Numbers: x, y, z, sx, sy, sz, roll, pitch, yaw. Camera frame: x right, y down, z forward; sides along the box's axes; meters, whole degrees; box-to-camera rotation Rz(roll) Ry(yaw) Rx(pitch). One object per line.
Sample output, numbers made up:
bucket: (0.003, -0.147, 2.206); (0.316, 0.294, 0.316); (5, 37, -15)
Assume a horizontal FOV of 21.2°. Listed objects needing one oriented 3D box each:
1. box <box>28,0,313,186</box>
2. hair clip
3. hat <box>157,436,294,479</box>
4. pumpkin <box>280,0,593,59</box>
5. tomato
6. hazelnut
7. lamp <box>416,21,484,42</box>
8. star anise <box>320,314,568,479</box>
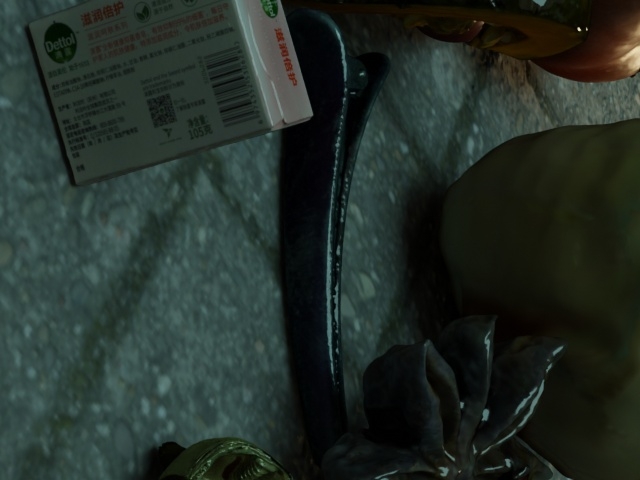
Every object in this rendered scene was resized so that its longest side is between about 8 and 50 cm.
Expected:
box: (-0.075, -0.084, 0.846); (0.043, 0.125, 0.089); (-23, 99, -59)
hair clip: (0.000, 0.000, 1.023); (0.083, 0.048, 0.275); (30, 59, -53)
hat: (-0.052, 0.137, 0.864); (0.076, 0.059, 0.077); (-49, 115, -14)
pumpkin: (0.070, -0.196, 1.049); (0.248, 0.126, 0.131); (6, 86, -28)
tomato: (0.172, -0.214, 1.279); (0.228, 0.112, 0.199); (97, -27, -66)
hazelnut: (0.209, 0.030, 1.151); (0.241, 0.261, 0.261); (1, 77, -74)
lamp: (0.097, -0.191, 1.193); (0.107, 0.092, 0.107); (15, 90, -80)
star anise: (0.053, 0.144, 0.978); (0.262, 0.081, 0.230); (-48, 149, -31)
